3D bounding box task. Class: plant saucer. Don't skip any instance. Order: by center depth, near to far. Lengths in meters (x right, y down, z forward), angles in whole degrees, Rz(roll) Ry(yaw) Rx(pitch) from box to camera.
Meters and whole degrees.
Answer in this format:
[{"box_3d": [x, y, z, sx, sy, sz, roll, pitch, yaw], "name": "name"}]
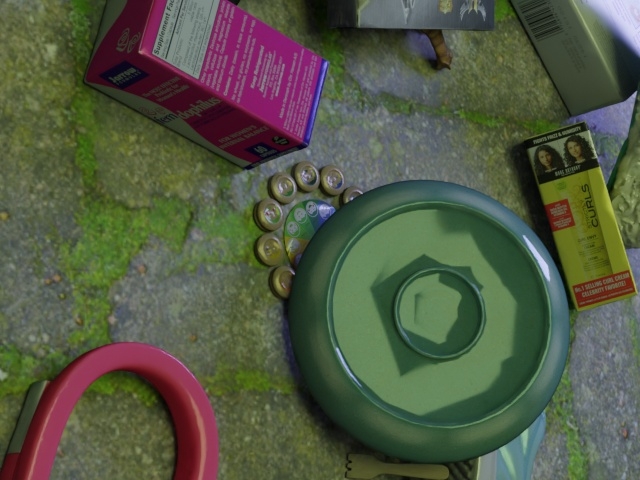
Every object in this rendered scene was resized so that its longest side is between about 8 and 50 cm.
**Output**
[{"box_3d": [0.125, 0.082, 1.558, 0.318, 0.044, 0.317, 2, 77, -9], "name": "plant saucer"}]

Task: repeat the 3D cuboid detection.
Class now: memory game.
[{"box_3d": [0.000, 0.000, 1.609, 0.186, 0.012, 0.186, 12, 71, -38], "name": "memory game"}]

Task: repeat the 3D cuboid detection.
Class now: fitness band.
[{"box_3d": [-0.197, 0.237, 1.355, 0.209, 0.054, 0.290, 29, 63, -31], "name": "fitness band"}]

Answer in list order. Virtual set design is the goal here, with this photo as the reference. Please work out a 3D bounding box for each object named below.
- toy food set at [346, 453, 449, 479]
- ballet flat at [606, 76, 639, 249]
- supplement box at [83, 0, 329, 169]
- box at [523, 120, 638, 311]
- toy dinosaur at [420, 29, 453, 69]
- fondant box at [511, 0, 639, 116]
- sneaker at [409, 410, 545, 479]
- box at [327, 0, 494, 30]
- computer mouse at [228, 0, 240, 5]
[{"box_3d": [0.091, 0.167, 1.580, 0.132, 0.038, 0.192, 3, 72, 4], "name": "toy food set"}, {"box_3d": [0.475, -0.176, 1.870, 0.147, 0.147, 0.409, 1, 107, -40], "name": "ballet flat"}, {"box_3d": [-0.116, -0.176, 1.492, 0.220, 0.111, 0.114, 28, 62, -31], "name": "supplement box"}, {"box_3d": [0.333, -0.031, 1.839, 0.058, 0.087, 0.232, -19, 93, -81], "name": "box"}, {"box_3d": [0.108, -0.295, 1.743, 0.211, 0.064, 0.112, 39, 58, -26], "name": "toy dinosaur"}, {"box_3d": [0.409, -0.352, 1.989, 0.330, 0.096, 0.238, -39, 104, -38], "name": "fondant box"}, {"box_3d": [0.198, 0.169, 1.667, 0.150, 0.135, 0.366, 27, 70, -42], "name": "sneaker"}, {"box_3d": [0.109, -0.336, 1.670, 0.231, 0.056, 0.183, -6, 99, -41], "name": "box"}, {"box_3d": [-0.164, -0.372, 1.537, 0.184, 0.060, 0.262, -13, 86, -42], "name": "computer mouse"}]
